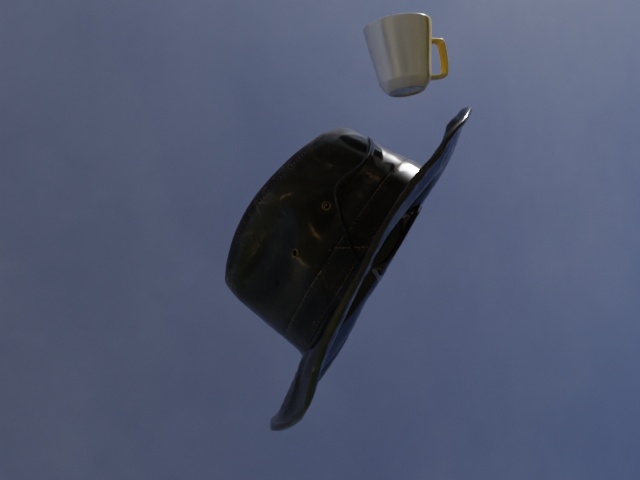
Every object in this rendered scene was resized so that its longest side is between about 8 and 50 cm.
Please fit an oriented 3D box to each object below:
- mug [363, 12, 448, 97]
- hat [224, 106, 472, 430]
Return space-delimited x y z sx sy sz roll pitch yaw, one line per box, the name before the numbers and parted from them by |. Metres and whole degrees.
mug | 0.082 -0.167 0.809 0.078 0.062 0.064 -7 -96 -2
hat | 0.000 0.000 0.793 0.134 0.331 0.331 30 -106 4
